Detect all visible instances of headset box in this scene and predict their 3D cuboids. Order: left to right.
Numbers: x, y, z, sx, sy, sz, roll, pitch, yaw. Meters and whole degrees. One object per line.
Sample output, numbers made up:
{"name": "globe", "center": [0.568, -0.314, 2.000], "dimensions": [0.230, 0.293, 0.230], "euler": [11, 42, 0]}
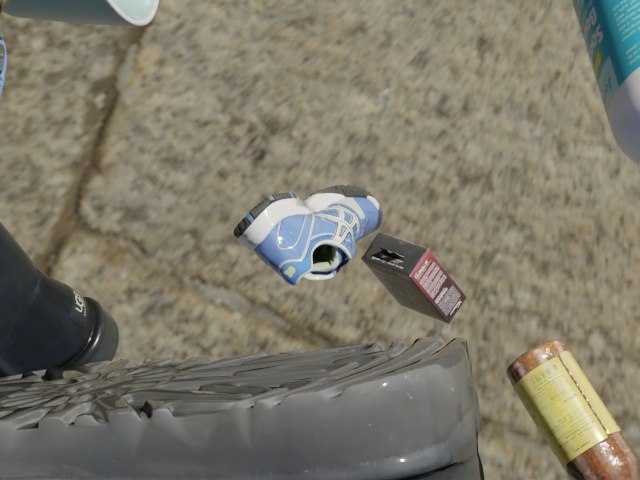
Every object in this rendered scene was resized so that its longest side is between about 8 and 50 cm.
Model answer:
{"name": "headset box", "center": [0.079, 0.030, 1.443], "dimensions": [0.032, 0.062, 0.083], "euler": [-55, 133, -15]}

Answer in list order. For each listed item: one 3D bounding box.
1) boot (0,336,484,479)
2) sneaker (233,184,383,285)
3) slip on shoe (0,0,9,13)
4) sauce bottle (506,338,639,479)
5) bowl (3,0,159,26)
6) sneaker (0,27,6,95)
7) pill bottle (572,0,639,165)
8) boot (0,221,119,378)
{"name": "boot", "center": [-0.064, 0.280, 0.716], "dimensions": [0.367, 0.146, 0.445], "euler": [-7, 95, 39]}
{"name": "sneaker", "center": [0.000, 0.000, 1.625], "dimensions": [0.081, 0.211, 0.080], "euler": [52, 122, 16]}
{"name": "slip on shoe", "center": [-0.108, -0.146, 0.653], "dimensions": [0.041, 0.051, 0.135], "euler": [16, 64, -16]}
{"name": "sauce bottle", "center": [0.156, 0.120, 0.975], "dimensions": [0.042, 0.042, 0.128], "euler": [-35, 70, 17]}
{"name": "bowl", "center": [-0.301, -0.359, 1.787], "dimensions": [0.163, 0.311, 0.311], "euler": [-14, 101, 13]}
{"name": "sneaker", "center": [-0.256, -0.041, 1.014], "dimensions": [0.083, 0.087, 0.221], "euler": [27, 89, -7]}
{"name": "pill bottle", "center": [0.300, -0.158, 1.401], "dimensions": [0.146, 0.264, 0.146], "euler": [-6, 145, -4]}
{"name": "boot", "center": [-0.292, 0.066, 1.166], "dimensions": [0.246, 0.094, 0.207], "euler": [-32, 131, 14]}
